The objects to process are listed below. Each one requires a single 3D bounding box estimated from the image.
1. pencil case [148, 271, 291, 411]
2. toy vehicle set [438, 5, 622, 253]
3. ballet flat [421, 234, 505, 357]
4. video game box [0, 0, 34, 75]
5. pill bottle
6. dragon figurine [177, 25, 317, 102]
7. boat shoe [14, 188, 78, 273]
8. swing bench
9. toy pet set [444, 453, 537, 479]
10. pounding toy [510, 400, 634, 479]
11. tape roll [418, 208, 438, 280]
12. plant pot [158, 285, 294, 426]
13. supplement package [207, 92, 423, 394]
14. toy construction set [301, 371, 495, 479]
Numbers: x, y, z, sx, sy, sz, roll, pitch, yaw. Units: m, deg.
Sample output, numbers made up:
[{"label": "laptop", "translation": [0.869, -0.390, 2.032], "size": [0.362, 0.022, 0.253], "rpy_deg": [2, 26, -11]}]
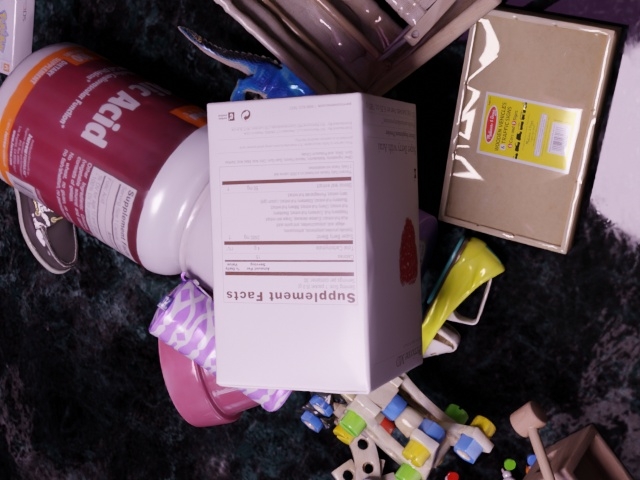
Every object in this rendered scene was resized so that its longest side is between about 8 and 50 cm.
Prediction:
[{"label": "pencil case", "translation": [-0.115, 0.128, 1.236], "size": [0.206, 0.088, 0.086], "rpy_deg": [36, 166, -11]}, {"label": "toy vehicle set", "translation": [0.240, -0.131, 1.164], "size": [0.166, 0.035, 0.267], "rpy_deg": [18, 114, 24]}, {"label": "ballet flat", "translation": [0.157, 0.097, 1.267], "size": [0.077, 0.077, 0.231], "rpy_deg": [32, 118, 2]}, {"label": "video game box", "translation": [-0.521, -0.373, 1.517], "size": [0.187, 0.048, 0.205], "rpy_deg": [19, 115, 21]}, {"label": "pill bottle", "translation": [-0.235, -0.093, 1.337], "size": [0.392, 0.224, 0.224], "rpy_deg": [29, 118, 19]}, {"label": "dragon figurine", "translation": [-0.039, -0.207, 1.268], "size": [0.289, 0.085, 0.144], "rpy_deg": [48, 120, 3]}, {"label": "boat shoe", "translation": [-0.425, -0.060, 1.540], "size": [0.068, 0.081, 0.228], "rpy_deg": [-16, 95, 37]}, {"label": "swing bench", "translation": [0.042, -0.305, 1.109], "size": [0.253, 0.165, 0.255], "rpy_deg": [42, 129, -11]}, {"label": "toy pet set", "translation": [0.225, 0.331, 1.314], "size": [0.122, 0.065, 0.114], "rpy_deg": [-10, 105, -3]}, {"label": "pounding toy", "translation": [0.281, 0.295, 1.190], "size": [0.094, 0.181, 0.206], "rpy_deg": [-39, 84, 33]}, {"label": "tape roll", "translation": [0.065, 0.037, 1.227], "size": [0.080, 0.189, 0.189], "rpy_deg": [29, 118, 20]}, {"label": "plant pot", "translation": [-0.099, 0.146, 1.367], "size": [0.180, 0.201, 0.201], "rpy_deg": [-10, 101, 17]}, {"label": "supplement package", "translation": [0.000, 0.000, 1.052], "size": [0.175, 0.177, 0.293], "rpy_deg": [0, 94, 23]}, {"label": "toy construction set", "translation": [0.079, 0.255, 1.296], "size": [0.215, 0.151, 0.327], "rpy_deg": [37, 144, 7]}]
